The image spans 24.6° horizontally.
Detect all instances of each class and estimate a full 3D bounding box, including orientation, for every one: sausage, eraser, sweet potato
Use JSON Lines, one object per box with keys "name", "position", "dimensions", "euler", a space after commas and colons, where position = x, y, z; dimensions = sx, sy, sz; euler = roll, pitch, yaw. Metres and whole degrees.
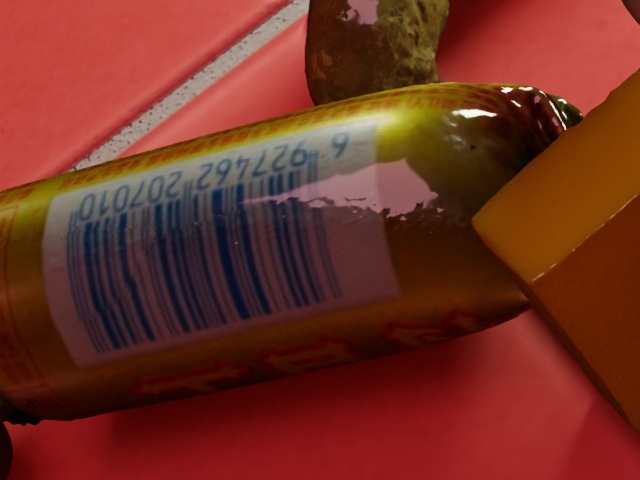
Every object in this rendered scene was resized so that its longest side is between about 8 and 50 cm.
{"name": "sausage", "position": [0.001, 0.000, 0.647], "dimensions": [0.317, 0.117, 0.125], "euler": [-12, 20, 22]}
{"name": "eraser", "position": [0.126, 0.006, 0.548], "dimensions": [0.097, 0.122, 0.045], "euler": [-42, 42, -1]}
{"name": "sweet potato", "position": [0.067, -0.164, 0.743], "dimensions": [0.124, 0.098, 0.310], "euler": [39, 79, 23]}

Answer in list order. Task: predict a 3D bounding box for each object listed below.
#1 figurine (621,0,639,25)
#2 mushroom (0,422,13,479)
{"name": "figurine", "position": [0.245, -0.111, 0.456], "dimensions": [0.382, 0.205, 0.225], "euler": [39, 122, 30]}
{"name": "mushroom", "position": [-0.258, 0.205, 0.650], "dimensions": [0.128, 0.128, 0.350], "euler": [6, 56, 36]}
